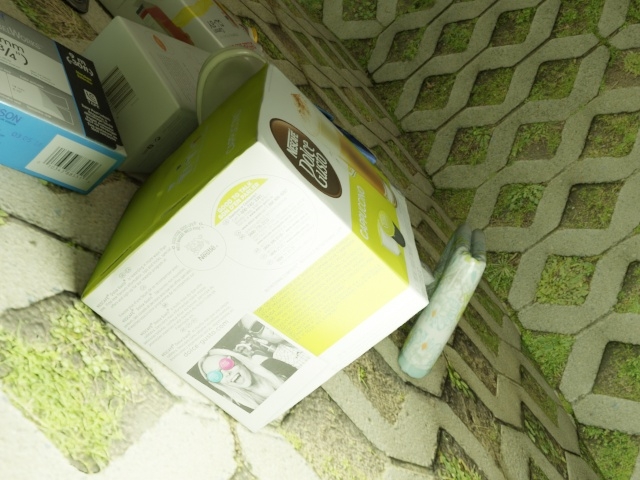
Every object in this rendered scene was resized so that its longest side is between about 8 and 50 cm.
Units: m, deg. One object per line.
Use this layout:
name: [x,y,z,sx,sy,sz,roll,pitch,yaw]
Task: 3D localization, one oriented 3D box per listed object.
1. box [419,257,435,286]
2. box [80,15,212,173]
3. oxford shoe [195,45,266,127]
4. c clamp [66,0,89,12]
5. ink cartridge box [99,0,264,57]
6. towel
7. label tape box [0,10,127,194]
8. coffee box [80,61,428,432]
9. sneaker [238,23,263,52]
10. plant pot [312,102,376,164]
box: [0.129,0.074,1.655,0.231,0.183,0.056,38,23,-35]
box: [-0.279,-0.256,1.358,0.215,0.168,0.345,55,20,13]
oxford shoe: [-0.108,-0.130,1.261,0.130,0.169,0.450,-125,-159,-46]
c clamp: [-0.546,-0.547,1.505,0.137,0.022,0.161,38,23,-32]
ink cartridge box: [-0.343,-0.539,1.735,0.385,0.160,0.279,49,19,-8]
towel: [0.304,0.134,1.743,0.090,0.321,0.374,24,18,6]
label tape box: [-0.453,-0.252,1.058,0.240,0.106,0.334,24,33,-54]
coffee box: [-0.087,-0.001,1.067,0.334,0.338,0.338,43,21,-22]
sneaker: [-0.243,-0.603,2.223,0.092,0.088,0.225,11,39,-31]
plant pot: [-0.042,-0.213,1.729,0.212,0.236,0.236,54,19,26]
